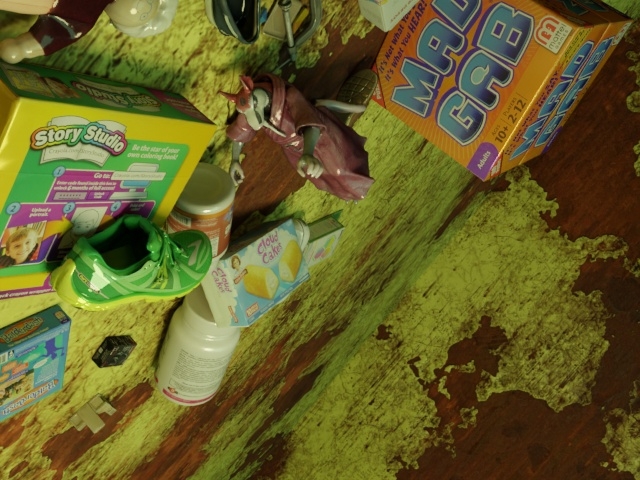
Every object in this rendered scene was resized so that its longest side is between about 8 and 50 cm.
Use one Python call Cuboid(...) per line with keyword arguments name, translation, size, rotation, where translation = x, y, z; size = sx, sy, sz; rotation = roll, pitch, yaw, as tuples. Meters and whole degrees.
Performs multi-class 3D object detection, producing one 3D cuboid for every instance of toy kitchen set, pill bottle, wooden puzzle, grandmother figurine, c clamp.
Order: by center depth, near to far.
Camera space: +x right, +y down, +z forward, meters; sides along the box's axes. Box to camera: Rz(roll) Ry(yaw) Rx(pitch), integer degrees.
Cuboid(name="grandmother figurine", translation=(-0.295, -0.283, 0.751), size=(0.208, 0.104, 0.342), rotation=(-50, 158, 28))
Cuboid(name="wooden puzzle", translation=(-0.066, -0.376, 1.163), size=(0.078, 0.014, 0.116), rotation=(-59, 158, 13))
Cuboid(name="c clamp", translation=(-0.041, -0.371, 1.170), size=(0.137, 0.022, 0.160), rotation=(-43, 156, -23))
Cuboid(name="pill bottle", translation=(-0.227, -0.032, 1.289), size=(0.121, 0.121, 0.216), rotation=(-34, 156, -33))
Cuboid(name="toy kitchen set", translation=(-0.506, 0.407, 1.571), size=(0.083, 0.068, 0.075), rotation=(-42, 158, -16))
Cuboid(name="pill bottle", translation=(-0.278, 0.238, 1.599), size=(0.160, 0.160, 0.283), rotation=(-25, 149, -47))

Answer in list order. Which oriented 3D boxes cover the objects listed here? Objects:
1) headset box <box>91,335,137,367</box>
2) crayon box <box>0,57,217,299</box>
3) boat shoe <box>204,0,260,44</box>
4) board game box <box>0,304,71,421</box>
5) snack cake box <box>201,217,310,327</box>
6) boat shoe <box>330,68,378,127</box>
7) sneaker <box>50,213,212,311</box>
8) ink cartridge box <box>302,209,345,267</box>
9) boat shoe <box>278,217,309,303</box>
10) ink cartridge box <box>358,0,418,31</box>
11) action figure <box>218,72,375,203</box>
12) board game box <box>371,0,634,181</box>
Cuboid(name="headset box", translation=(-0.434, 0.235, 1.467), size=(0.062, 0.032, 0.083), rotation=(-53, 157, 10))
Cuboid(name="crayon box", translation=(-0.356, -0.075, 0.979), size=(0.313, 0.106, 0.363), rotation=(-58, 158, 19))
Cuboid(name="boat shoe", translation=(-0.120, -0.380, 0.951), size=(0.095, 0.079, 0.254), rotation=(-37, 156, -28))
Cuboid(name="board game box", translation=(-0.533, 0.227, 1.231), size=(0.160, 0.047, 0.210), rotation=(-28, 150, -45))
Cuboid(name="snack cake box", translation=(-0.142, 0.066, 1.515), size=(0.264, 0.089, 0.152), rotation=(-37, 114, -53))
Cuboid(name="boat shoe", translation=(0.071, -0.299, 1.506), size=(0.060, 0.064, 0.178), rotation=(-27, 157, -55))
Cuboid(name="sneaker", translation=(-0.258, 0.025, 1.046), size=(0.295, 0.109, 0.123), rotation=(-18, 147, -57))
Cuboid(name="ink cartridge box", translation=(0.000, 0.000, 1.879), size=(0.209, 0.062, 0.109), rotation=(-26, 149, -47))
Cuboid(name="boat shoe", translation=(-0.111, 0.058, 1.742), size=(0.084, 0.095, 0.258), rotation=(-16, 132, -49))
Cuboid(name="ink cartridge box", translation=(0.127, -0.489, 1.262), size=(0.127, 0.072, 0.175), rotation=(-47, 159, -6))
Cuboid(name="action figure", translation=(-0.029, -0.211, 1.240), size=(0.370, 0.248, 0.275), rotation=(35, 70, -52))
Cuboid(name="board game box", translation=(0.384, -0.405, 1.521), size=(0.356, 0.356, 0.356), rotation=(-25, 148, -48))
